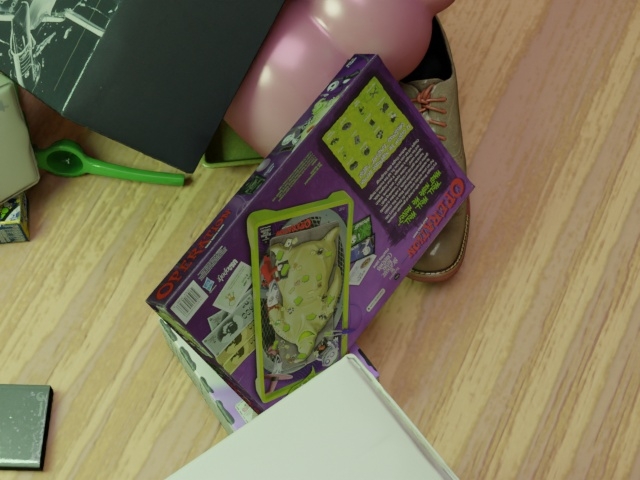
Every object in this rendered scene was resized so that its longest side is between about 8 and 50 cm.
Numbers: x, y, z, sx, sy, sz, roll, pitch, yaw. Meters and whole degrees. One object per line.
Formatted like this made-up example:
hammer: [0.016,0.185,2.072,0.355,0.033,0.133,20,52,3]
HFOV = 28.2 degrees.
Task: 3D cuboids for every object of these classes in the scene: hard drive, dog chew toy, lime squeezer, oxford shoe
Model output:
hard drive: [-0.366,0.203,1.397,0.135,0.022,0.094,1,63,1]
dog chew toy: [0.028,-0.239,1.420,0.332,0.206,0.206,-43,68,9]
lime squeezer: [-0.315,-0.122,1.552,0.310,0.059,0.110,34,39,18]
oxford shoe: [0.110,-0.123,1.492,0.123,0.130,0.348,-5,64,-2]

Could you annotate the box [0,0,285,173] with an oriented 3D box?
box: [-0.197,-0.297,1.364,0.312,0.179,0.343,32,96,46]

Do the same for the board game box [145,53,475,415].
board game box: [0.000,0.000,1.317,0.347,0.208,0.056,-51,28,-18]

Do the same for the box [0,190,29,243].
box: [-0.430,-0.026,1.495,0.169,0.054,0.059,-5,63,-2]

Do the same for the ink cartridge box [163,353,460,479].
ink cartridge box: [-0.037,0.301,1.135,0.285,0.395,0.166,-34,68,-15]

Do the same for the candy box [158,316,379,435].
candy box: [-0.057,0.128,1.403,0.165,0.070,0.196,-32,68,-14]

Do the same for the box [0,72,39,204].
box: [-0.451,-0.142,1.460,0.127,0.148,0.232,-36,51,-28]

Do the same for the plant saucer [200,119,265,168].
plant saucer: [-0.057,-0.168,1.565,0.188,0.045,0.188,-5,63,-2]
